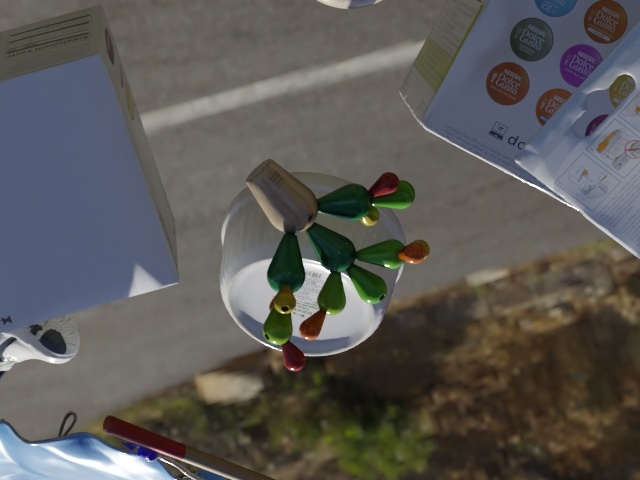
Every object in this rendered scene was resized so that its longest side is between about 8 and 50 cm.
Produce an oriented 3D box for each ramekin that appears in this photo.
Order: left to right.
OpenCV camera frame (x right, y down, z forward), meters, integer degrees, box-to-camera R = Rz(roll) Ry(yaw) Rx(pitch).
[{"bbox_3d":[-0.015,0.034,1.911,0.207,0.109,0.207,7,137,7],"label":"ramekin"}]

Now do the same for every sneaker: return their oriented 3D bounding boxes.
[{"bbox_3d":[-0.387,0.144,2.086,0.235,0.153,0.094,18,-164,28],"label":"sneaker"}]

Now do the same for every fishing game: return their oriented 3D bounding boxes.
[{"bbox_3d":[-0.119,0.129,0.952,0.189,0.041,0.264,26,153,-30],"label":"fishing game"}]

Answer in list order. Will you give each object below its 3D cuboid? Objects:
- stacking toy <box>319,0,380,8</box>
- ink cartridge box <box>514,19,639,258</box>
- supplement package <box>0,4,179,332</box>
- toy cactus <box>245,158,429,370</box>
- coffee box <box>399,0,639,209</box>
[{"bbox_3d":[0.097,-0.279,1.383,0.141,0.141,0.330,-4,179,-31],"label":"stacking toy"},{"bbox_3d":[0.243,-0.056,1.167,0.145,0.179,0.045,-49,-173,29],"label":"ink cartridge box"},{"bbox_3d":[-0.275,-0.071,1.749,0.204,0.145,0.261,-16,118,2],"label":"supplement package"},{"bbox_3d":[0.000,0.000,1.672,0.219,0.180,0.112,-46,-165,-10],"label":"toy cactus"},{"bbox_3d":[0.330,-0.232,2.163,0.334,0.338,0.338,-62,-174,9],"label":"coffee box"}]
